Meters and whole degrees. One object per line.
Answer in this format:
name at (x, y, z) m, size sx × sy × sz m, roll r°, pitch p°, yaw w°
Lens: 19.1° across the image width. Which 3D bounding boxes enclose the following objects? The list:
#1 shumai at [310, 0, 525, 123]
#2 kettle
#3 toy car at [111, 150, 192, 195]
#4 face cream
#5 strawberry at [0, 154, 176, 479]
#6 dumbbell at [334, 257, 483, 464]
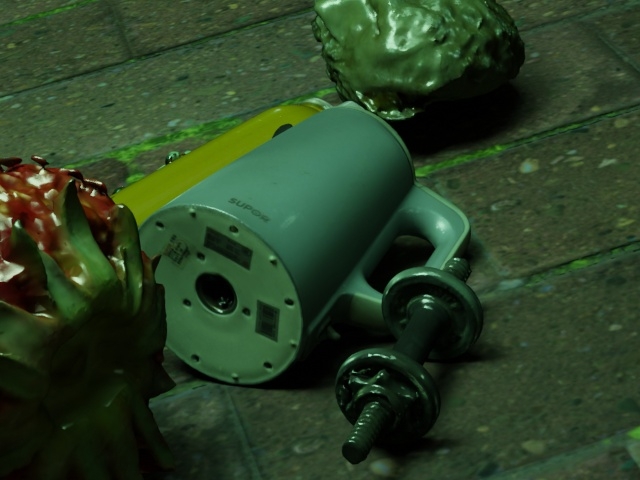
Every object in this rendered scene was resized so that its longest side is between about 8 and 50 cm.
shumai at (0.076, -0.230, 1.834) m, size 0.189 × 0.218 × 0.256 m, roll -25°, pitch 10°, yaw -6°
kettle at (0.000, 0.000, 1.537) m, size 0.210 × 0.160 × 0.243 m, roll 27°, pitch 40°, yaw 18°
toy car at (-0.149, -0.047, 1.805) m, size 0.122 × 0.035 × 0.059 m, roll -38°, pitch 35°, yaw -24°
face cream at (-0.091, -0.033, 1.674) m, size 0.349 × 0.105 × 0.105 m, roll -31°, pitch 32°, yaw -30°
strawberry at (-0.278, 0.071, 1.366) m, size 0.343 × 0.292 × 0.292 m, roll 10°, pitch 35°, yaw 35°
dumbbell at (0.066, 0.083, 1.403) m, size 0.081 × 0.081 × 0.254 m, roll -1°, pitch 29°, yaw 24°
